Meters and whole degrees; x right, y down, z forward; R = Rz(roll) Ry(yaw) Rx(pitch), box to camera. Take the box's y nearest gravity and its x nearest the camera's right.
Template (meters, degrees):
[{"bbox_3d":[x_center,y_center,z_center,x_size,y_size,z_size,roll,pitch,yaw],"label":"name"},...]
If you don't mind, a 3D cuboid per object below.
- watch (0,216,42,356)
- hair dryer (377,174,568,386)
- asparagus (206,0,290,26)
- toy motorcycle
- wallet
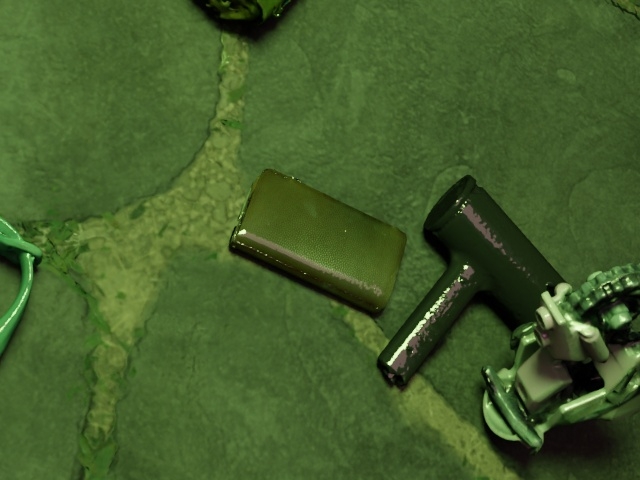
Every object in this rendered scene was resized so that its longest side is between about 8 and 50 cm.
[{"bbox_3d":[-0.395,0.047,0.936,0.237,0.068,0.195,-2,74,-18],"label":"watch"},{"bbox_3d":[0.161,0.075,1.144,0.197,0.089,0.251,46,74,-7],"label":"hair dryer"},{"bbox_3d":[-0.013,-0.405,1.182,0.128,0.108,0.382,46,63,-11],"label":"asparagus"},{"bbox_3d":[0.271,0.138,1.058,0.188,0.327,0.143,-23,59,-4],"label":"toy motorcycle"},{"bbox_3d":[0.000,0.000,1.117,0.198,0.031,0.110,25,68,-13],"label":"wallet"}]
